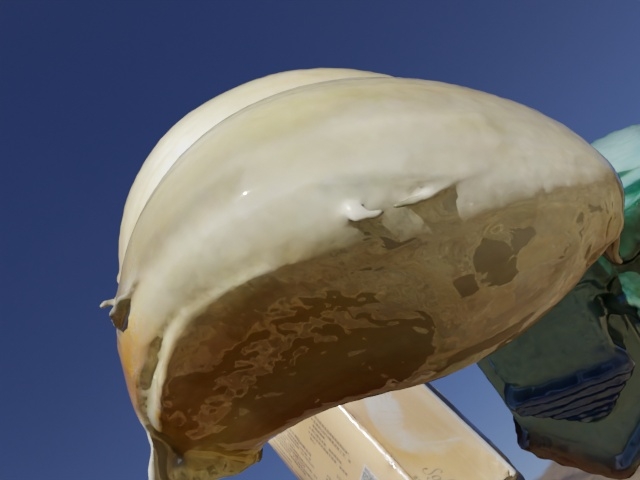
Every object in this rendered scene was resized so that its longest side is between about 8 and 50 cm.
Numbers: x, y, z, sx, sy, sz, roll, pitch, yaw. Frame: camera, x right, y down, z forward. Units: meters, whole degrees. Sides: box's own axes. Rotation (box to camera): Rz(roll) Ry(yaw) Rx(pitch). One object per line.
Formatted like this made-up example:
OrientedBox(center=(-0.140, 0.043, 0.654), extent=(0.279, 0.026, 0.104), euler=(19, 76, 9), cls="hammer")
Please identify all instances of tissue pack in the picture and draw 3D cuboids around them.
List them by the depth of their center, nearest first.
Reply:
OrientedBox(center=(0.105, 0.266, 0.951), extent=(0.238, 0.305, 0.238), euler=(-26, -42, -27), cls="tissue pack")

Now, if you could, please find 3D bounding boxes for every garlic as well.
OrientedBox(center=(0.000, 0.000, 0.451), extent=(0.313, 0.249, 0.286), euler=(-39, 0, 12), cls="garlic")

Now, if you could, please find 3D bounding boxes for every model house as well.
OrientedBox(center=(0.282, 0.100, 0.719), extent=(0.252, 0.329, 0.295), euler=(-23, 12, 18), cls="model house")
